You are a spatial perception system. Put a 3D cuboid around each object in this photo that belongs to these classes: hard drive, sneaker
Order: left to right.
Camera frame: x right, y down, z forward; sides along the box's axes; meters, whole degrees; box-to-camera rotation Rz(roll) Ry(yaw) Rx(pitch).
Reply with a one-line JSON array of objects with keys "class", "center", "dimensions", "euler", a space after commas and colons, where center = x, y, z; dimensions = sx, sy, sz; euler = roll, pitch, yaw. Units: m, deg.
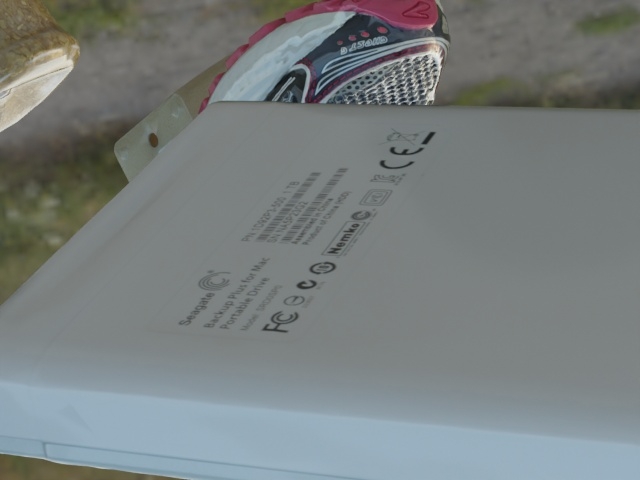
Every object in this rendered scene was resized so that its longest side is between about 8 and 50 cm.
[{"class": "sneaker", "center": [0.000, 0.000, 0.869], "dimensions": [0.120, 0.112, 0.299], "euler": [-10, 140, -32]}, {"class": "hard drive", "center": [0.069, 0.013, 0.542], "dimensions": [0.307, 0.040, 0.203], "euler": [4, -151, 23]}]

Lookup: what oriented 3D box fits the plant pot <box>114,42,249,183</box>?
[{"class": "plant pot", "center": [-0.054, -0.049, 1.031], "dimensions": [0.096, 0.109, 0.109], "euler": [-21, 171, -44]}]

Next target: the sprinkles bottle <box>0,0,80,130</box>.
[{"class": "sprinkles bottle", "center": [-0.307, -0.230, 1.155], "dimensions": [0.121, 0.355, 0.121], "euler": [-36, 176, -3]}]
